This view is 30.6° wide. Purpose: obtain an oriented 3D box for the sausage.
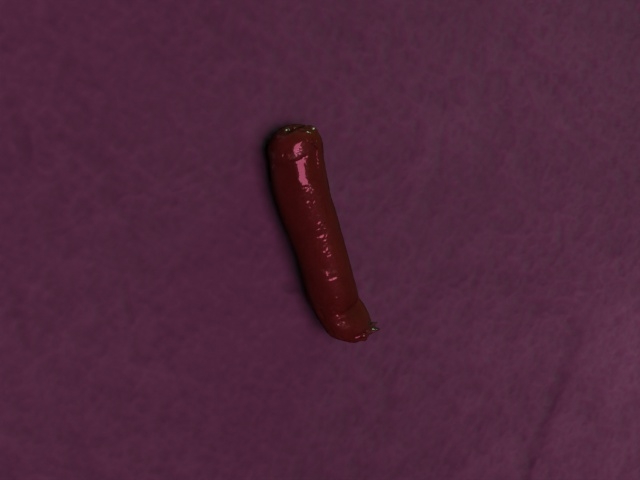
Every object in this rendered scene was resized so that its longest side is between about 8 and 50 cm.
[{"bbox_3d":[0.000,0.000,0.765,0.042,0.036,0.158,-13,111,14],"label":"sausage"}]
